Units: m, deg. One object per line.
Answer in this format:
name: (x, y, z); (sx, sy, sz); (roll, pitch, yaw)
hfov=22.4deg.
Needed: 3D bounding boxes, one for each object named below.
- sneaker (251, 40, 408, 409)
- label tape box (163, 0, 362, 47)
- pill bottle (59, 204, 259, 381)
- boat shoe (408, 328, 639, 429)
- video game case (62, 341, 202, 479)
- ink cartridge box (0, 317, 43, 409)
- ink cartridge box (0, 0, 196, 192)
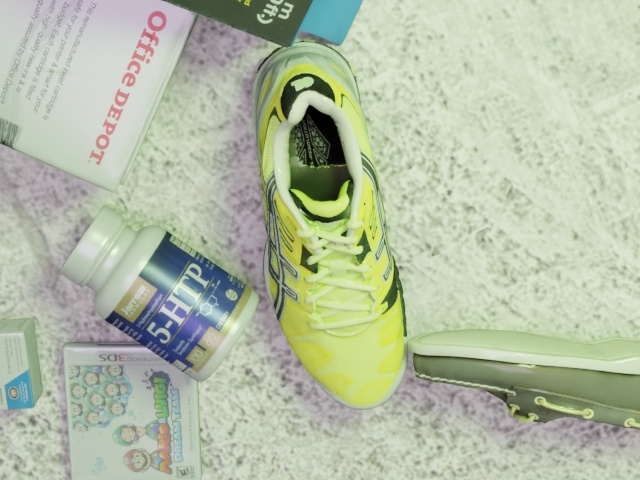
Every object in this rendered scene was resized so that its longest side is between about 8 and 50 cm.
sneaker: (0.000, 0.000, 1.617); (0.145, 0.147, 0.385); (-13, 106, 4)
label tape box: (-0.039, -0.314, 1.472); (0.333, 0.106, 0.241); (17, 109, -34)
pill bottle: (-0.168, 0.050, 1.655); (0.186, 0.112, 0.112); (34, 104, -7)
boat shoe: (0.240, 0.147, 1.669); (0.305, 0.109, 0.091); (5, 101, -3)
video game case: (-0.202, 0.186, 1.742); (0.143, 0.019, 0.157); (0, 106, 3)
ink cartridge box: (-0.364, 0.134, 1.716); (0.122, 0.052, 0.089); (-3, 106, 4)
ink cartridge box: (-0.282, -0.204, 1.581); (0.289, 0.121, 0.211); (25, 105, -4)
